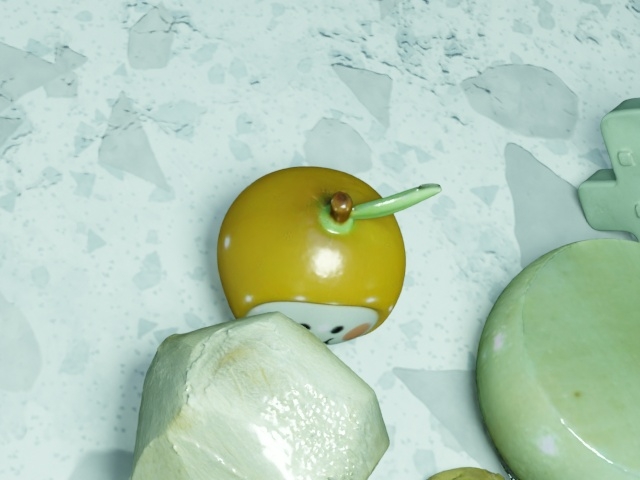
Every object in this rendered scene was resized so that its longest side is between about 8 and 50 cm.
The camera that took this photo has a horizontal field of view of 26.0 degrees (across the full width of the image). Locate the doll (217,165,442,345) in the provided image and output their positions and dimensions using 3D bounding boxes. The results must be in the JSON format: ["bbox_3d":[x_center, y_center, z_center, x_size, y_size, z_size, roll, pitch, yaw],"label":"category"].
[{"bbox_3d":[0.000,0.000,1.506,0.213,0.236,0.213,10,57,-16],"label":"doll"}]

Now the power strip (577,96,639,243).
[{"bbox_3d":[0.411,-0.049,1.710,0.059,0.194,0.265,-38,116,-34],"label":"power strip"}]

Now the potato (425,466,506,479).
[{"bbox_3d":[0.187,0.325,1.486,0.200,0.081,0.164,34,58,4],"label":"potato"}]

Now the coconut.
[{"bbox_3d":[-0.073,0.194,1.379,0.247,0.245,0.245,36,57,4],"label":"coconut"}]

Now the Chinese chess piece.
[{"bbox_3d":[0.345,0.166,1.572,0.349,0.146,0.349,11,52,-14],"label":"Chinese chess piece"}]
